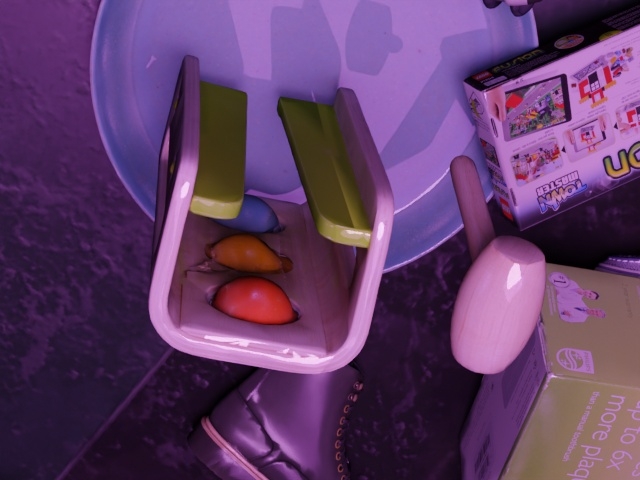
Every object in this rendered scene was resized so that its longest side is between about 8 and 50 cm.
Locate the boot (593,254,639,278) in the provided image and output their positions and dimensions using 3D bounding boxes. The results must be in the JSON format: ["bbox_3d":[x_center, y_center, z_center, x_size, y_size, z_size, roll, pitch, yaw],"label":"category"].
[{"bbox_3d":[0.301,0.001,1.200,0.190,0.069,0.086,2,96,-8],"label":"boot"}]

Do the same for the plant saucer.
[{"bbox_3d":[-0.004,-0.122,1.132,0.318,0.043,0.317,-2,111,-5],"label":"plant saucer"}]

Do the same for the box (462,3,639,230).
[{"bbox_3d":[0.212,-0.100,1.132,0.207,0.036,0.114,-23,116,-11],"label":"box"}]

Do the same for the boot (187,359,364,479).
[{"bbox_3d":[0.015,0.163,1.226,0.198,0.077,0.137,37,98,-17],"label":"boot"}]

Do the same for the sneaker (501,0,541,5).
[{"bbox_3d":[0.039,-0.276,1.000,0.178,0.124,0.295,-11,76,6],"label":"sneaker"}]

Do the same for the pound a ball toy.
[{"bbox_3d":[0.000,0.000,0.985,0.208,0.319,0.135,11,109,-9],"label":"pound a ball toy"}]

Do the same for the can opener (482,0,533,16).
[{"bbox_3d":[0.155,-0.241,1.064,0.073,0.059,0.186,17,90,-40],"label":"can opener"}]

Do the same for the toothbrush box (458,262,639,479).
[{"bbox_3d":[0.267,0.146,1.180,0.283,0.122,0.206,9,132,-9],"label":"toothbrush box"}]
